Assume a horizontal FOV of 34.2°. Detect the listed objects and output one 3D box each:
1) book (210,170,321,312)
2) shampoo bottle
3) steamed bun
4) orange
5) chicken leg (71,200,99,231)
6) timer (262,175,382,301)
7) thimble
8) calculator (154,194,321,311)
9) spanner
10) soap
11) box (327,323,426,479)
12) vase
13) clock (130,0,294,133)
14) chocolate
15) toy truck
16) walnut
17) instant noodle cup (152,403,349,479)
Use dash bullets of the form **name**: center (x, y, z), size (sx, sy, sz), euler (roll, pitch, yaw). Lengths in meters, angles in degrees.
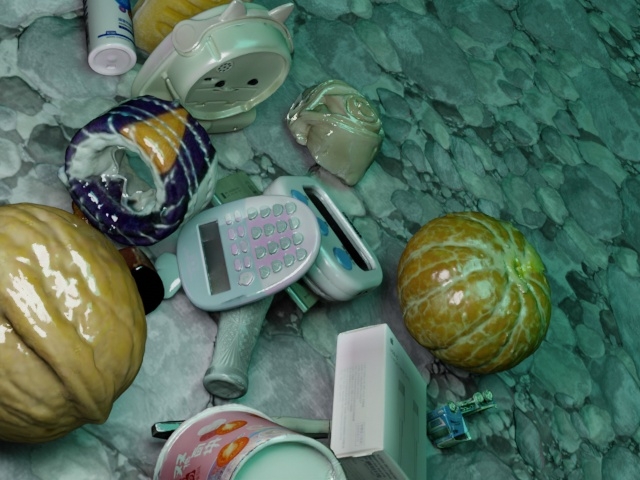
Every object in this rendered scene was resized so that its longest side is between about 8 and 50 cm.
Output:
- **book**: center (-0.091, -0.001, 1.892), size (0.283, 0.025, 0.215), euler (50, 16, 0)
- **shampoo bottle**: center (-0.407, -0.458, 1.985), size (0.092, 0.092, 0.303), euler (11, 54, -33)
- **steamed bun**: center (0.047, -0.246, 2.154), size (0.211, 0.144, 0.218), euler (40, 43, -7)
- **orange**: center (0.296, 0.104, 2.024), size (0.329, 0.249, 0.329), euler (18, 55, -27)
- **chicken leg**: center (-0.372, -0.058, 1.751), size (0.089, 0.048, 0.219), euler (31, 45, -13)
- **timer**: center (0.000, 0.000, 1.930), size (0.262, 0.087, 0.237), euler (55, 18, 11)
- **thimble**: center (-0.293, -0.114, 1.669), size (0.237, 0.237, 0.150), euler (46, 38, -2)
- **calculator**: center (-0.142, 0.022, 1.743), size (0.041, 0.298, 0.186), euler (51, 22, -64)
- **spanner**: center (-0.119, 0.305, 1.652), size (0.324, 0.095, 0.040), euler (9, 54, -35)
- **soap**: center (-0.239, -0.453, 1.980), size (0.173, 0.274, 0.089), euler (28, 45, -20)
- **box**: center (0.101, 0.303, 1.764), size (0.252, 0.106, 0.203), euler (-86, 152, -42)
- **vase**: center (-0.139, 0.157, 1.752), size (0.096, 0.096, 0.219), euler (28, 49, -20)
- **clock**: center (-0.176, -0.318, 1.896), size (0.265, 0.324, 0.109), euler (-8, 65, -40)
- **chocolate**: center (-0.324, 0.060, 1.663), size (0.148, 0.125, 0.080), euler (-7, 48, -37)
- **toy truck**: center (0.274, 0.338, 1.971), size (0.175, 0.067, 0.081), euler (-6, 70, -45)
- **walnut**: center (-0.396, 0.117, 1.437), size (0.332, 0.333, 0.333), euler (21, 49, -26)
- **instant noodle cup**: center (-0.093, 0.361, 1.477), size (0.242, 0.231, 0.243), euler (2, 84, -25)
